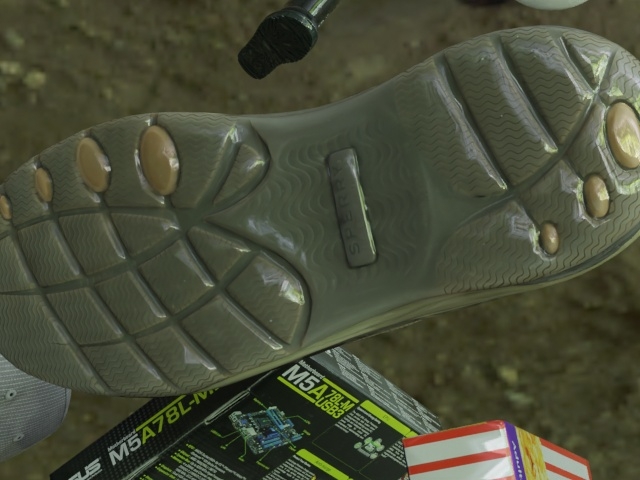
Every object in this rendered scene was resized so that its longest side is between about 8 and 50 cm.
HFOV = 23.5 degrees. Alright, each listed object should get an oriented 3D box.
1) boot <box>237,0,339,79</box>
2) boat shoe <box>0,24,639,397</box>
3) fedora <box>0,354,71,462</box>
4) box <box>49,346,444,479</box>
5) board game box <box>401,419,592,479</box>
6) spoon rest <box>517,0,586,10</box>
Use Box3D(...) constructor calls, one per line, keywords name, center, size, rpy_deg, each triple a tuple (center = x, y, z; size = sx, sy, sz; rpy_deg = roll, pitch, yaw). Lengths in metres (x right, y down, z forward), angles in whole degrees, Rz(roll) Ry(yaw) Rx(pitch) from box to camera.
Box3D(name="boot", center=(-0.014, -0.190, 1.304), size=(0.045, 0.099, 0.121), rpy_deg=(47, 152, -9))
Box3D(name="boat shoe", center=(0.000, 0.000, 0.718), size=(0.355, 0.132, 0.130), rpy_deg=(-9, 172, 25))
Box3D(name="fedora", center=(-0.241, 0.054, 1.010), size=(0.124, 0.244, 0.275), rpy_deg=(-18, 132, -15))
Box3D(name="box", center=(-0.037, 0.140, 0.947), size=(0.184, 0.045, 0.190), rpy_deg=(-39, 138, 12))
Box3D(name="board game box", center=(0.092, 0.162, 0.664), size=(0.045, 0.147, 0.193), rpy_deg=(-14, 164, 16))
Box3D(name="spoon rest", center=(0.291, -0.358, 1.625), size=(0.276, 0.137, 0.084), rpy_deg=(-50, 158, -2))
